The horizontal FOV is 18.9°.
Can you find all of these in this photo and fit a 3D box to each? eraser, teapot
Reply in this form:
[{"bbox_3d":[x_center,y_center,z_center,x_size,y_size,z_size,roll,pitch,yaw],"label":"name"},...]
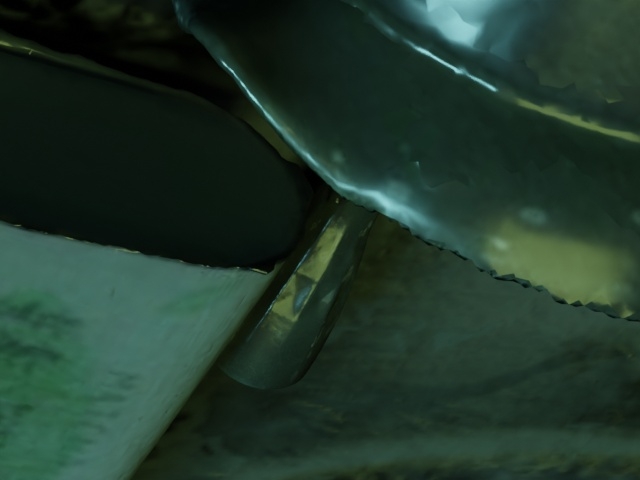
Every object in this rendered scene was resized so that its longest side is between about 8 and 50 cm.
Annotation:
[{"bbox_3d":[-0.129,0.041,0.604,0.174,0.081,0.227,15,131,-24],"label":"eraser"},{"bbox_3d":[0.086,-0.134,0.393,0.223,0.305,0.285,26,128,2],"label":"teapot"},{"bbox_3d":[0.000,0.000,0.632,0.043,0.043,0.111,10,132,-28],"label":"teapot"}]
